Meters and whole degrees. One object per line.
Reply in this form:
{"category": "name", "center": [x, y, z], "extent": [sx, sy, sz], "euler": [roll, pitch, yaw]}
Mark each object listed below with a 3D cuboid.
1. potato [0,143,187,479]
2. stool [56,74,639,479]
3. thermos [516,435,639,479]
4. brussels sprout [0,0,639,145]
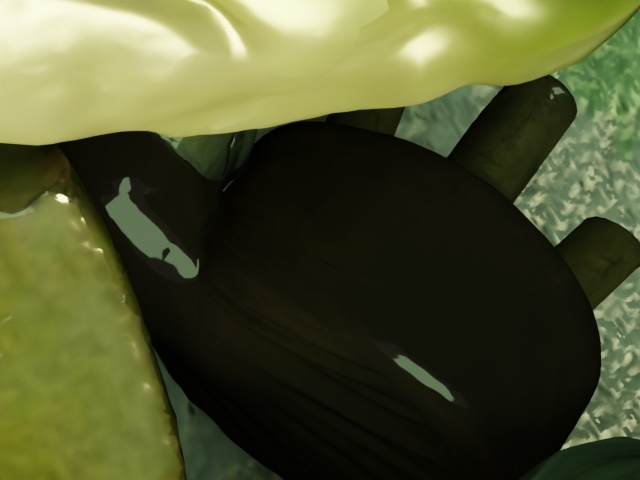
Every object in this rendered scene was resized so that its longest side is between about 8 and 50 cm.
{"category": "potato", "center": [-0.157, 0.125, 0.448], "extent": [0.269, 0.112, 0.255], "euler": [-25, 120, -15]}
{"category": "stool", "center": [0.000, 0.000, 0.494], "extent": [0.217, 0.125, 0.121], "euler": [38, 66, -11]}
{"category": "thermos", "center": [0.039, 0.181, 0.494], "extent": [0.182, 0.145, 0.286], "euler": [-8, 151, -42]}
{"category": "brussels sprout", "center": [-0.019, -0.155, 0.357], "extent": [0.273, 0.242, 0.317], "euler": [21, 83, -14]}
